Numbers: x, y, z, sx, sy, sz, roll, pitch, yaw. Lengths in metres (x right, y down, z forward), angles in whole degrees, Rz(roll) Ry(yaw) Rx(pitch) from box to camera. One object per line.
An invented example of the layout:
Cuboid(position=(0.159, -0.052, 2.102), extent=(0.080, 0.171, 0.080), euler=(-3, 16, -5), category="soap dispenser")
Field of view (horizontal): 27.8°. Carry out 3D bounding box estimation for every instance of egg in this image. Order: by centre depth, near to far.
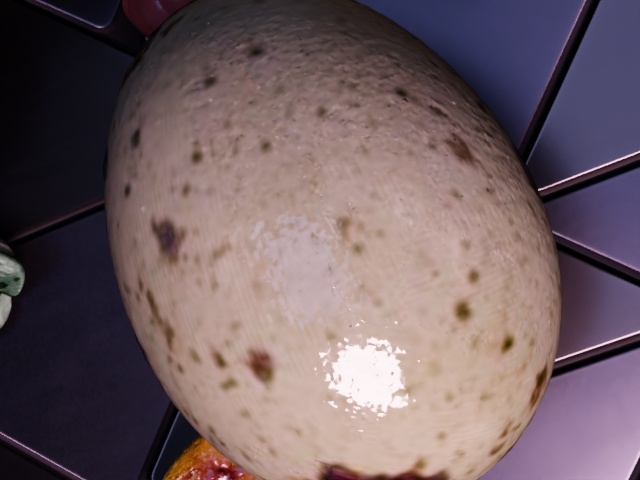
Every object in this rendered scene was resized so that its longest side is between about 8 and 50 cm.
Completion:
Cuboid(position=(0.000, 0.000, 0.879), extent=(0.287, 0.287, 0.379), euler=(-41, 74, 14), category="egg")

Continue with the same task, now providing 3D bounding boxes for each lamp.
Cuboid(position=(-0.108, -0.204, 1.008), extent=(0.107, 0.092, 0.107), euler=(-23, 55, 37), category="lamp")

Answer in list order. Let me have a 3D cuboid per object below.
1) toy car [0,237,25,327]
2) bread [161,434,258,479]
Cuboid(position=(-0.397, 0.048, 1.086), extent=(0.306, 0.136, 0.125), euler=(-28, 64, 15), category="toy car")
Cuboid(position=(-0.005, 0.251, 0.996), extent=(0.271, 0.077, 0.139), euler=(39, 99, 15), category="bread")
